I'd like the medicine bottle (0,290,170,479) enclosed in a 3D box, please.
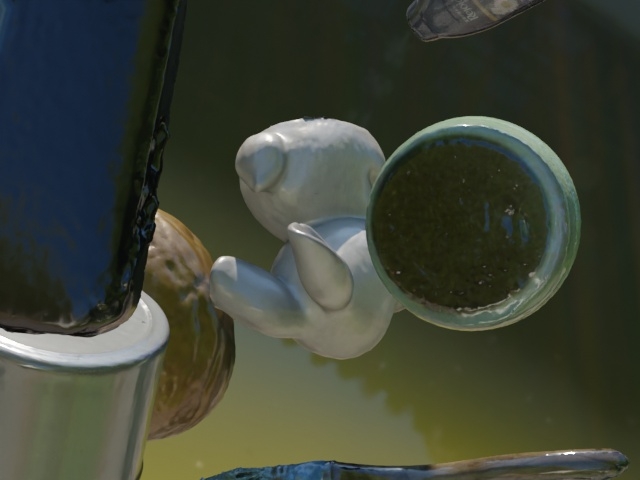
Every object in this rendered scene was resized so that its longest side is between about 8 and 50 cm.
[{"bbox_3d":[-0.290,0.167,1.535,0.237,0.232,0.238,13,22,-5],"label":"medicine bottle"}]

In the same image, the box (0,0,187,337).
[{"bbox_3d":[-0.293,-0.111,1.168,0.359,0.350,0.091,8,-8,7],"label":"box"}]

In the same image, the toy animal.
[{"bbox_3d":[-0.006,-0.006,1.227,0.178,0.127,0.193,36,42,-46],"label":"toy animal"}]

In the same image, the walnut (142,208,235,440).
[{"bbox_3d":[-0.262,0.106,1.962,0.332,0.333,0.333,23,31,-15],"label":"walnut"}]

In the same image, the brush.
[{"bbox_3d":[0.040,0.109,0.655,0.070,0.196,0.021,42,45,-58],"label":"brush"}]

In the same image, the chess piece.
[{"bbox_3d":[0.122,-0.019,1.053,0.139,0.139,0.271,37,12,8],"label":"chess piece"}]

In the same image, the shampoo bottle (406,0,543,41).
[{"bbox_3d":[0.183,-0.264,1.467,0.087,0.233,0.049,47,44,-18],"label":"shampoo bottle"}]
